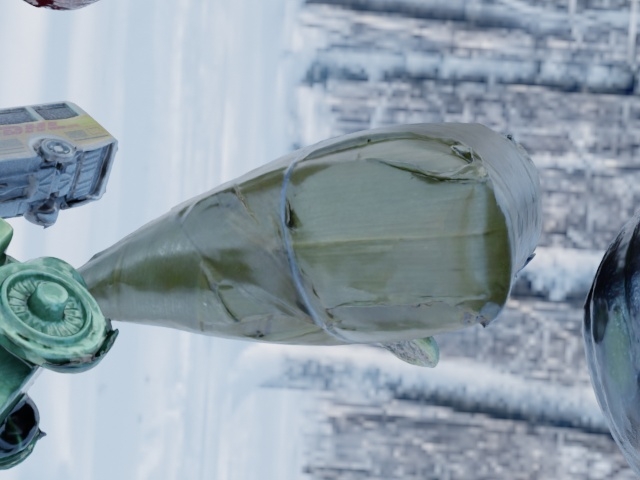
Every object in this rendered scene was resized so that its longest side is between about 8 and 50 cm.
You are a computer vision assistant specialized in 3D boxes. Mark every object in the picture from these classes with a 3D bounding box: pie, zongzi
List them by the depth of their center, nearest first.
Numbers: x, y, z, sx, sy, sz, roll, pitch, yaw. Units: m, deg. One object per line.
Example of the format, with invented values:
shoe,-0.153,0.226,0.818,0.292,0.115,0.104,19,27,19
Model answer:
zongzi,0.000,0.000,1.313,0.356,0.393,0.174,-22,101,-72
pie,0.078,0.091,1.385,0.017,0.085,0.085,-53,166,-20

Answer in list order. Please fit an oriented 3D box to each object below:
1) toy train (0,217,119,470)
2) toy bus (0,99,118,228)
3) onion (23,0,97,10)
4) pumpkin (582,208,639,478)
toy train,-0.307,0.097,0.949,0.160,0.253,0.397,-52,-176,36
toy bus,-0.379,-0.079,1.606,0.138,0.342,0.097,43,-54,31
onion,-0.184,-0.330,1.318,0.272,0.195,0.272,-29,-122,60
pumpkin,0.378,0.065,1.118,0.363,0.363,0.266,92,-13,-69
